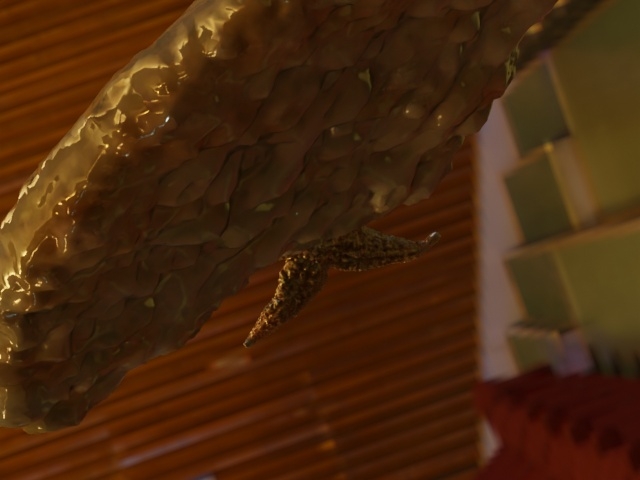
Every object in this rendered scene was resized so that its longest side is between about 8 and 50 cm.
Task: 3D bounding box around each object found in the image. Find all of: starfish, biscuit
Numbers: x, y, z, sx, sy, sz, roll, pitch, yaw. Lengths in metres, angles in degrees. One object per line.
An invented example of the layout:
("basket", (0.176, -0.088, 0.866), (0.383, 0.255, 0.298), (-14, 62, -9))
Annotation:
("starfish", (0.000, 0.000, 0.660), (0.016, 0.092, 0.086), (-143, 65, -67))
("biscuit", (-0.006, -0.036, 0.526), (0.040, 0.265, 0.188), (51, -165, 17))
